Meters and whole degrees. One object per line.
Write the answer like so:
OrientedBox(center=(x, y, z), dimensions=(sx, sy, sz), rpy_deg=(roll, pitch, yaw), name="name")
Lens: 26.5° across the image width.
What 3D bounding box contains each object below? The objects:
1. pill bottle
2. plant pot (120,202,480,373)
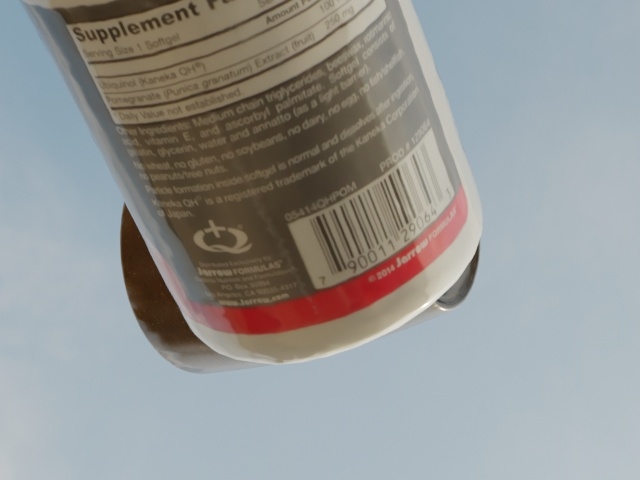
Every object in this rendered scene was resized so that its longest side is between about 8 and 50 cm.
OrientedBox(center=(-0.045, -0.111, 0.664), dimensions=(0.176, 0.176, 0.318), rpy_deg=(-14, -58, 15), name="pill bottle")
OrientedBox(center=(0.000, 0.000, 1.069), dimensions=(0.230, 0.215, 0.215), rpy_deg=(-2, -76, 33), name="plant pot")
